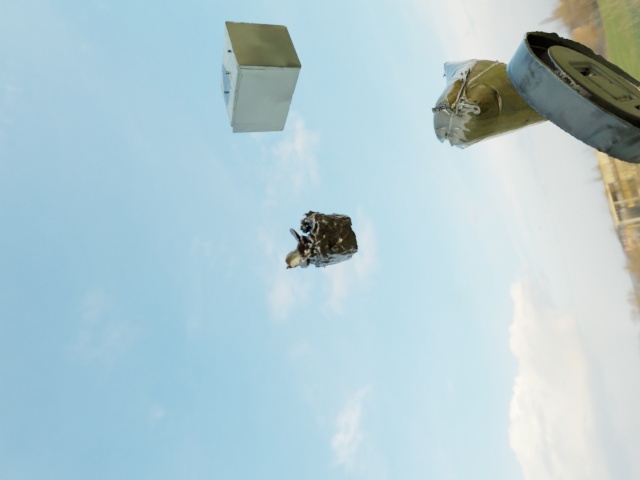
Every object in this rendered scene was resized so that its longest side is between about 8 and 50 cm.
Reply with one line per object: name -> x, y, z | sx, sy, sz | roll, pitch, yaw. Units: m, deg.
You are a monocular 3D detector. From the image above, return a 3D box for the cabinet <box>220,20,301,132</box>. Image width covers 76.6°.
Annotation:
cabinet -> -0.157, -0.388, 0.984 | 0.150, 0.206, 0.144 | -8, -115, -22

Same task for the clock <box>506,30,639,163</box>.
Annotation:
clock -> 0.496, -0.270, 0.743 | 0.326, 0.067, 0.324 | 13, -132, -15

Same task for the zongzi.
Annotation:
zongzi -> 0.343, -0.376, 1.068 | 0.448, 0.418, 0.181 | -21, -46, -26

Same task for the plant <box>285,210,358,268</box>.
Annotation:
plant -> 0.000, 0.000, 1.385 | 0.234, 0.204, 0.177 | -7, -108, -16
